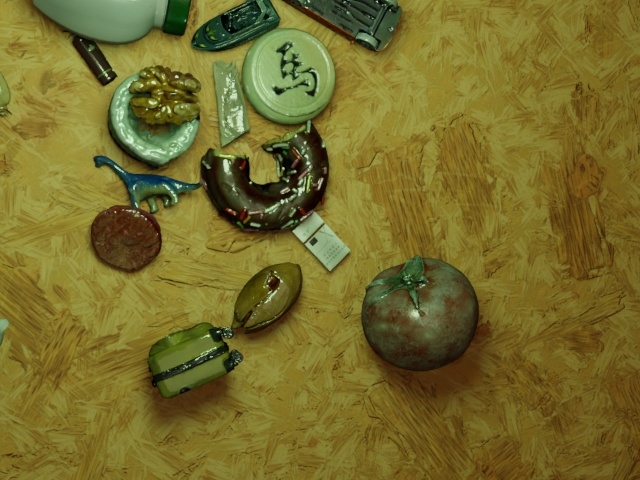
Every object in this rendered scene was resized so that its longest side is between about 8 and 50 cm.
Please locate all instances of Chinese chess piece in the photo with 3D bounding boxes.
[{"bbox_3d":[-0.082,-0.429,1.946,0.250,0.101,0.250,0,90,-16],"label":"Chinese chess piece"}]

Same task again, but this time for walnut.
[{"bbox_3d":[-0.143,0.152,1.970,0.245,0.137,0.137,-44,103,-3],"label":"walnut"},{"bbox_3d":[-0.367,-0.345,1.756,0.170,0.069,0.142,0,92,-12],"label":"walnut"}]

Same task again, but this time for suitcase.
[{"bbox_3d":[-0.329,0.296,1.902,0.235,0.194,0.143,-22,91,-11],"label":"suitcase"}]

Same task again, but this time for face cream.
[{"bbox_3d":[-0.488,-0.629,1.778,0.357,0.219,0.312,8,92,-15],"label":"face cream"}]

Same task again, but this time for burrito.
[{"bbox_3d":[-0.234,-0.360,1.942,0.087,0.060,0.226,-10,97,-12],"label":"burrito"}]

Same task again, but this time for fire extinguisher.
[{"bbox_3d":[-0.574,-0.465,1.861,0.064,0.043,0.158,-43,105,-38],"label":"fire extinguisher"}]

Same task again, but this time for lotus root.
[{"bbox_3d":[-0.796,-0.370,1.802,0.073,0.062,0.150,-22,102,-13],"label":"lotus root"}]

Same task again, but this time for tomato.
[{"bbox_3d":[0.265,0.192,1.979,0.317,0.317,0.282,-27,118,-10],"label":"tomato"}]

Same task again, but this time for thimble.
[{"bbox_3d":[-0.416,-0.298,1.857,0.237,0.150,0.237,-1,94,-16],"label":"thimble"}]

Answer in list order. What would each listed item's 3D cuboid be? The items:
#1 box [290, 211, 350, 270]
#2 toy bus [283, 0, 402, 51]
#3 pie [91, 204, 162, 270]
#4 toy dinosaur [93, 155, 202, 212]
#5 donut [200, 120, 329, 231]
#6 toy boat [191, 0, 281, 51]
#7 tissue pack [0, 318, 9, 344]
[{"bbox_3d":[0.000,0.000,2.037,0.084,0.040,0.154,-45,104,-6],"label":"box"},{"bbox_3d":[0.044,-0.622,1.945,0.329,0.153,0.143,27,89,-13],"label":"toy bus"},{"bbox_3d":[-0.491,-0.008,1.882,0.182,0.049,0.182,-2,116,-4],"label":"pie"},{"bbox_3d":[-0.434,-0.166,1.893,0.248,0.075,0.188,-18,103,11],"label":"toy dinosaur"},{"bbox_3d":[-0.130,-0.150,1.949,0.345,0.136,0.259,-16,95,-11],"label":"donut"},{"bbox_3d":[-0.221,-0.554,1.914,0.246,0.103,0.093,-27,76,-5],"label":"toy boat"},{"bbox_3d":[-0.861,0.222,1.696,0.236,0.333,0.229,-43,103,-28],"label":"tissue pack"}]
